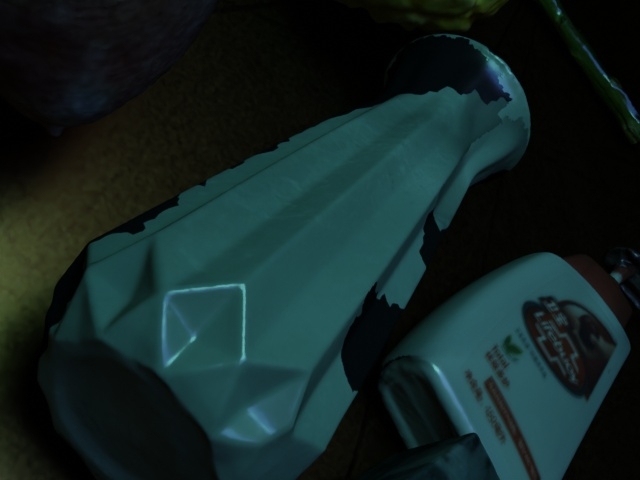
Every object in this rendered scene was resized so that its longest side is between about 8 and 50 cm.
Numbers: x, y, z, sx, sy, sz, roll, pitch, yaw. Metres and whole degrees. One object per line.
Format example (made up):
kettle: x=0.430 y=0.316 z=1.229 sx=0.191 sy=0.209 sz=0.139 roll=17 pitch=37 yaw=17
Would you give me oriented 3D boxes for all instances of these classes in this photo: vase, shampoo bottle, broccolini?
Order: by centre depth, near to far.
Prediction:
vase: x=0.000 y=0.000 z=0.645 sx=0.165 sy=0.165 sz=0.360 roll=53 pitch=46 yaw=-8
shampoo bottle: x=0.165 y=0.078 z=0.779 sx=0.284 sy=0.071 sz=0.153 roll=-34 pitch=96 yaw=-39
broccolini: x=0.210 y=-0.191 z=0.933 sx=0.071 sy=0.057 sz=0.254 roll=-39 pitch=96 yaw=4

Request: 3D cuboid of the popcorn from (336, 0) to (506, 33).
popcorn: x=0.068 y=-0.218 z=0.766 sx=0.180 sy=0.180 sz=0.170 roll=36 pitch=56 yaw=-20

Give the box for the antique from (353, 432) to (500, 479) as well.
antique: x=0.025 y=0.191 z=0.621 sx=0.183 sy=0.086 sz=0.088 roll=-23 pitch=86 yaw=-40

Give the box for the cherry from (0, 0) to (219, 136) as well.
cherry: x=-0.122 y=-0.208 z=0.566 sx=0.221 sy=0.261 sz=0.307 roll=13 pitch=90 yaw=-11
